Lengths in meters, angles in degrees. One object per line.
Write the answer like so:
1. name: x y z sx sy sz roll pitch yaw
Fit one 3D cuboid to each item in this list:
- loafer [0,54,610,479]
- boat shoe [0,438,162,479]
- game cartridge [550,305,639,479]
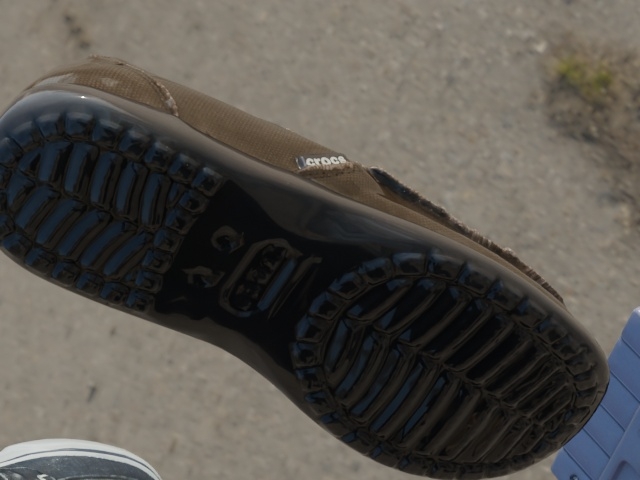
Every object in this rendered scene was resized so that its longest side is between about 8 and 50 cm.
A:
1. loafer: 0.000 0.000 0.832 0.134 0.366 0.130 -47 26 24
2. boat shoe: -0.096 0.103 0.476 0.083 0.183 0.065 2 96 41
3. game cartridge: 0.362 0.246 1.415 0.355 0.068 0.230 49 140 34
